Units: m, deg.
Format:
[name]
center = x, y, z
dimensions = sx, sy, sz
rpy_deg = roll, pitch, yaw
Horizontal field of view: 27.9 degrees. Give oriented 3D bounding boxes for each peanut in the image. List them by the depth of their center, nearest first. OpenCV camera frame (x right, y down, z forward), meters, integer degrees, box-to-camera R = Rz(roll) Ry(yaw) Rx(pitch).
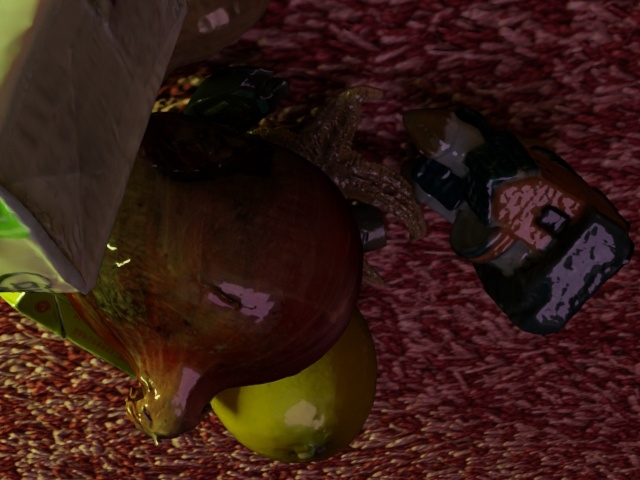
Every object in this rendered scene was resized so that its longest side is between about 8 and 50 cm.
[peanut]
center = -0.152, -0.209, 1.309
dimensions = 0.227, 0.086, 0.104
rpy_deg = -29, 173, 16

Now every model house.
[model house]
center = 0.188, -0.056, 1.520
dimensions = 0.291, 0.253, 0.184
rpy_deg = 34, 107, -25

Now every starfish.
[starfish]
center = -0.024, -0.065, 1.531
dimensions = 0.302, 0.060, 0.299
rpy_deg = 0, 131, 2

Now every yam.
[yam]
center = 0.000, 0.000, 1.630
dimensions = 0.169, 0.068, 0.068
rpy_deg = -17, 141, -1

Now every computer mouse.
[computer mouse]
center = -0.094, -0.159, 1.415
dimensions = 0.135, 0.047, 0.079
rpy_deg = -25, 144, 31

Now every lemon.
[lemon]
center = -0.036, 0.187, 1.718
dimensions = 0.240, 0.219, 0.240
rpy_deg = -11, 145, -7

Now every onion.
[onion]
center = -0.128, 0.011, 1.385
dimensions = 0.353, 0.354, 0.354
rpy_deg = -10, 141, -8

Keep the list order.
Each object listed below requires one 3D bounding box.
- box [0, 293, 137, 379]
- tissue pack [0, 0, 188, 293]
[box]
center = -0.281, 0.093, 1.550
dimensions = 0.047, 0.187, 0.335
rpy_deg = -53, 136, -3
[tissue pack]
center = -0.349, -0.124, 1.048
dimensions = 0.404, 0.332, 0.205
rpy_deg = 0, 147, 19
